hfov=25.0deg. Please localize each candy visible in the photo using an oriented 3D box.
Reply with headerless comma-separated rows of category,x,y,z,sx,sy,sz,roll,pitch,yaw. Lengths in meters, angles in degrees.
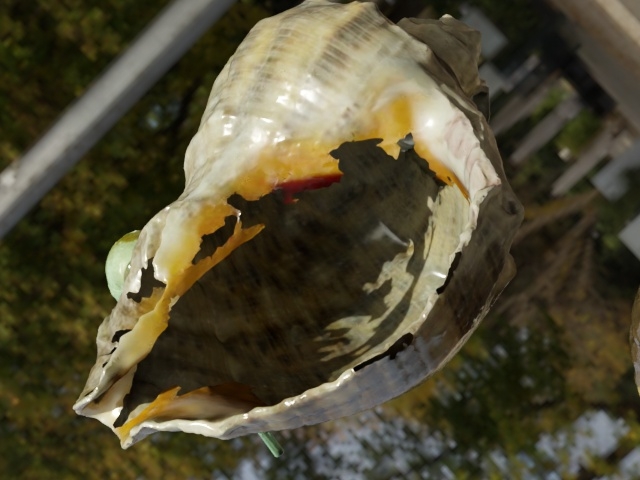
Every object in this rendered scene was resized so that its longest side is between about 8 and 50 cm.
candy,-0.076,0.075,0.967,0.202,0.061,0.061,57,-176,-26

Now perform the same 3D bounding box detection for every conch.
conch,0.008,0.004,0.754,0.210,0.291,0.159,30,170,31

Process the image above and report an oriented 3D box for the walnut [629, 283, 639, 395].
walnut,0.315,0.079,0.859,0.224,0.257,0.257,27,-159,-45
